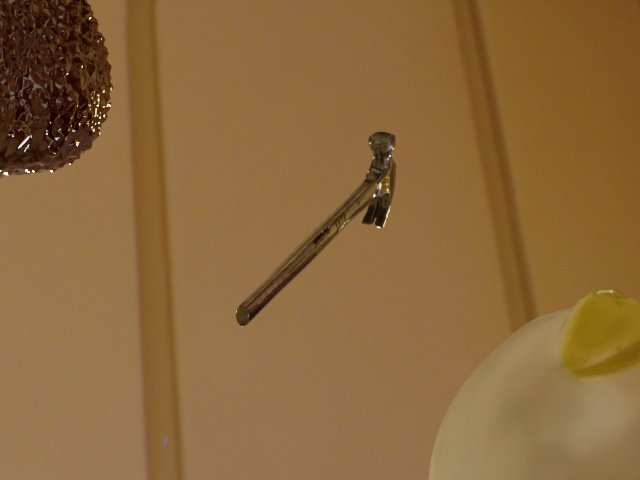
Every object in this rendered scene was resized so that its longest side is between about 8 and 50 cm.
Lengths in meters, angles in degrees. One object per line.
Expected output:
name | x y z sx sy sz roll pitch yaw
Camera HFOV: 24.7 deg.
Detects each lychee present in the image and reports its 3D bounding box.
lychee | -0.254 -0.135 1.147 0.195 0.194 0.194 6 -120 -11

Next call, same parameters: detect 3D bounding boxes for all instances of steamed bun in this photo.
steamed bun | 0.262 0.223 1.127 0.374 0.334 0.334 39 -121 15

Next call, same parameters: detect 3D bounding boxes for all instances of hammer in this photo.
hammer | 0.000 0.000 0.927 0.017 0.062 0.182 17 -138 27
